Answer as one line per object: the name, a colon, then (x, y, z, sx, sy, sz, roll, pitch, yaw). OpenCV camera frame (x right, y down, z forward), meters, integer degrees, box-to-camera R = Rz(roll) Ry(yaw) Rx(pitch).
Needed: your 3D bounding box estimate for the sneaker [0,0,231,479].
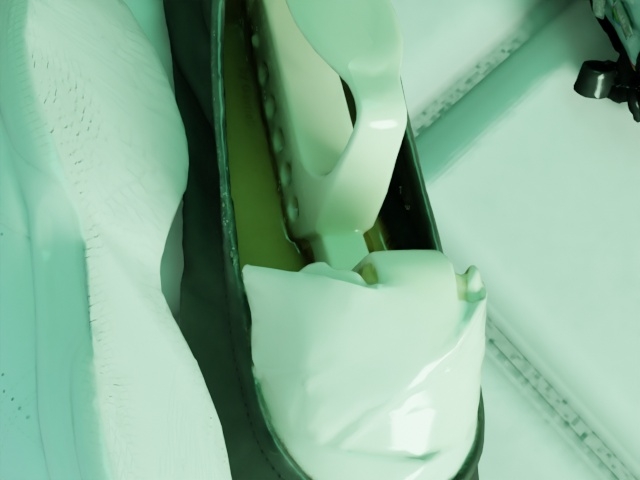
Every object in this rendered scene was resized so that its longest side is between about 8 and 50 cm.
sneaker: (-0.091, 0.009, 0.420, 0.080, 0.094, 0.212, 30, 43, -50)

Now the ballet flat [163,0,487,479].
ballet flat: (0.000, 0.000, 0.449, 0.095, 0.096, 0.280, -6, 71, -23)

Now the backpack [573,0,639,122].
backpack: (0.162, -0.150, 0.570, 0.152, 0.115, 0.182, -14, 72, -24)
